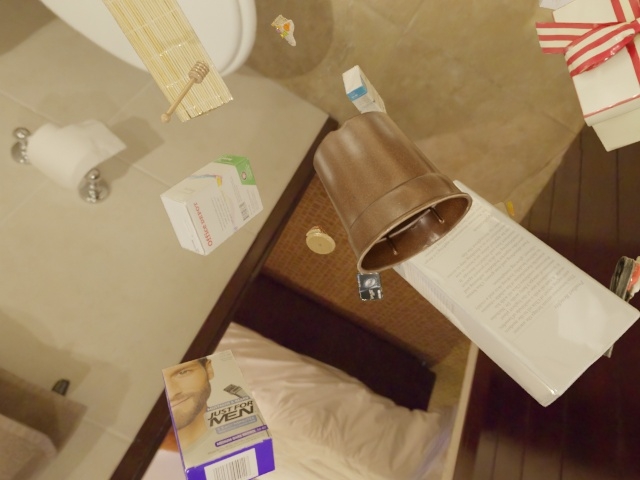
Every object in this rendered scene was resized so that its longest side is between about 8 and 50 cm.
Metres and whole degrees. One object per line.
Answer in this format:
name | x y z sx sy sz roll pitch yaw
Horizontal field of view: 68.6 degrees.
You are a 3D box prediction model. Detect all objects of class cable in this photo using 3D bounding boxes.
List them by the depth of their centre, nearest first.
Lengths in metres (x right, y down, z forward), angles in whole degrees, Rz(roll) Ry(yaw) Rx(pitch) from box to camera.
cable | 0.757 0.154 1.165 0.072 0.287 0.139 14 141 26

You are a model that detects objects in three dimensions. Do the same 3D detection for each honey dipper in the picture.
honey dipper | -0.263 -0.286 0.908 0.031 0.160 0.030 17 152 9

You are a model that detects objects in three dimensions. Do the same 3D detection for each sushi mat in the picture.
sushi mat | -0.338 -0.426 1.054 0.152 0.019 0.316 -20 121 17

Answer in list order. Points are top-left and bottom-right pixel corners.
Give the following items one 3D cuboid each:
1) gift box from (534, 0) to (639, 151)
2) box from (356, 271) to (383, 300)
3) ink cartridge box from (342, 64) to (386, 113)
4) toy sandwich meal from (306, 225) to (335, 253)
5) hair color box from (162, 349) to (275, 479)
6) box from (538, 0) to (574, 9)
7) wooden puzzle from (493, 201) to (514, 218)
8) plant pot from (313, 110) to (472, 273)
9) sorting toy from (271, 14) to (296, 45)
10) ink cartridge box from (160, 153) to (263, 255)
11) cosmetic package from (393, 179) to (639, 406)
gift box | 0.561 -0.341 0.836 0.255 0.276 0.258 -25 158 34
box | 0.142 0.130 1.351 0.067 0.018 0.083 -3 104 21
ink cartridge box | 0.147 -0.463 1.522 0.060 0.104 0.180 -25 142 24
toy sandwich meal | 0.000 0.000 1.214 0.086 0.029 0.085 10 137 9
hair color box | -0.250 0.411 1.101 0.339 0.185 0.109 -143 45 -57
box | 0.745 -0.648 1.143 0.322 0.058 0.232 13 157 3
wooden puzzle | 0.569 -0.080 1.500 0.117 0.078 0.014 -15 170 -13
plant pot | 0.081 -0.069 0.621 0.165 0.167 0.167 59 152 22
sorting toy | -0.098 -0.599 1.354 0.075 0.045 0.083 53 180 -41
ink cartridge box | -0.252 -0.089 1.120 0.093 0.212 0.154 14 133 32
cosmetic package | 0.386 0.100 1.021 0.453 0.230 0.161 45 170 29
